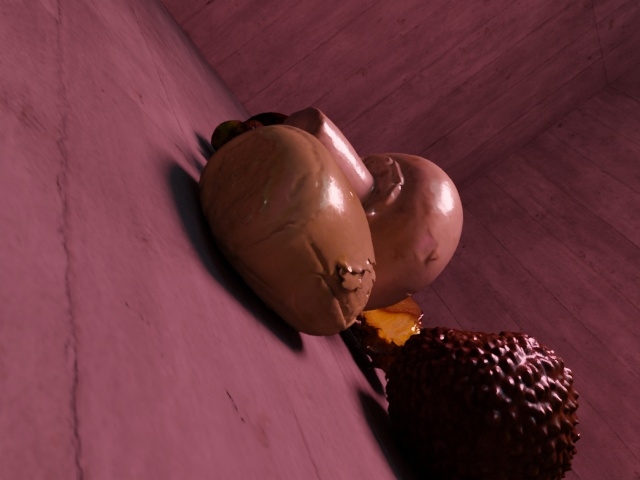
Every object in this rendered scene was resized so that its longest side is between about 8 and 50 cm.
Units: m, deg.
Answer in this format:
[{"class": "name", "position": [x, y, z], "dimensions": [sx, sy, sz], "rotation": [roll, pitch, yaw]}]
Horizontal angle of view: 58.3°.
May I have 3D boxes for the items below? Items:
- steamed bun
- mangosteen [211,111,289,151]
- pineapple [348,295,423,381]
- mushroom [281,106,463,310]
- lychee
[{"class": "steamed bun", "position": [-0.027, -0.023, 0.720], "dimensions": [0.232, 0.166, 0.273], "rotation": [49, 6, -35]}, {"class": "mangosteen", "position": [-0.105, -0.161, 1.046], "dimensions": [0.184, 0.172, 0.172], "rotation": [29, 16, -27]}, {"class": "pineapple", "position": [0.091, 0.171, 1.047], "dimensions": [0.249, 0.164, 0.139], "rotation": [-112, -155, -55]}, {"class": "mushroom", "position": [0.049, -0.054, 0.934], "dimensions": [0.336, 0.314, 0.314], "rotation": [45, 9, -34]}, {"class": "lychee", "position": [0.226, 0.250, 0.813], "dimensions": [0.267, 0.267, 0.267], "rotation": [53, 5, -6]}]
